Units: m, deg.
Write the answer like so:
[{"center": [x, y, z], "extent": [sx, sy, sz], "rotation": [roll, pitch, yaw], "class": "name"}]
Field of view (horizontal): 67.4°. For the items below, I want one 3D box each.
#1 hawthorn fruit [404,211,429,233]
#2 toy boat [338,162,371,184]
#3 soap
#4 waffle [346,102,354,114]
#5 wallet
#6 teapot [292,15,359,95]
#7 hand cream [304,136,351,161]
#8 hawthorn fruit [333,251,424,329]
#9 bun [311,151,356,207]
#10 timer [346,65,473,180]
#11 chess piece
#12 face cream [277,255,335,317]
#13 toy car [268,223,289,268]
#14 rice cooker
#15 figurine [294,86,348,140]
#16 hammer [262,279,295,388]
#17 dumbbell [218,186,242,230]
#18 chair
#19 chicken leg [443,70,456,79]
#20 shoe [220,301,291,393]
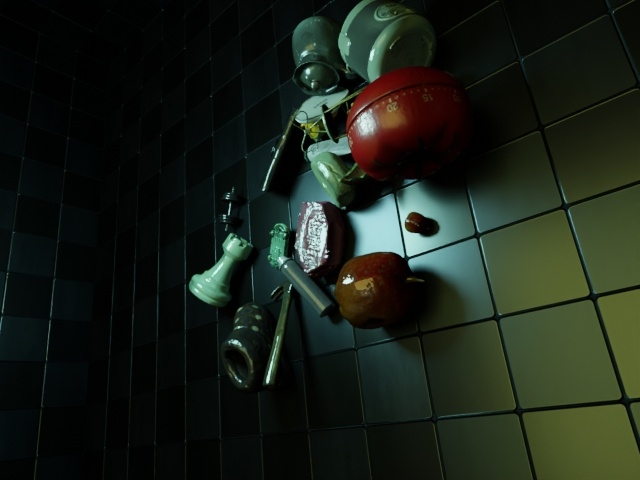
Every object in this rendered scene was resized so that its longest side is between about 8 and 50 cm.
[{"center": [0.309, -0.057, 1.548], "extent": [0.077, 0.077, 0.077], "rotation": [-13, 70, 39], "class": "hawthorn fruit"}, {"center": [0.164, -0.271, 1.666], "extent": [0.109, 0.099, 0.293], "rotation": [21, 61, 41], "class": "toy boat"}, {"center": [0.000, 0.000, 1.786], "extent": [0.182, 0.112, 0.288], "rotation": [-2, 78, 45], "class": "soap"}, {"center": [0.191, -0.481, 1.790], "extent": [0.161, 0.046, 0.191], "rotation": [-42, 56, 22], "class": "waffle"}, {"center": [-0.174, -0.384, 2.031], "extent": [0.197, 0.051, 0.377], "rotation": [-130, 63, -75], "class": "wallet"}, {"center": [0.027, -0.693, 1.893], "extent": [0.223, 0.306, 0.284], "rotation": [131, 149, -60], "class": "teapot"}, {"center": [0.060, -0.353, 1.827], "extent": [0.336, 0.076, 0.121], "rotation": [-4, 45, 49], "class": "hand cream"}, {"center": [0.172, 0.152, 1.504], "extent": [0.262, 0.258, 0.258], "rotation": [-40, 53, 4], "class": "hawthorn fruit"}, {"center": [0.055, -0.231, 1.757], "extent": [0.108, 0.221, 0.221], "rotation": [-32, 53, -4], "class": "bun"}, {"center": [0.266, -0.347, 1.456], "extent": [0.378, 0.378, 0.278], "rotation": [-27, 68, 34], "class": "timer"}, {"center": [-0.419, 0.122, 2.089], "extent": [0.195, 0.195, 0.298], "rotation": [35, 94, 42], "class": "chess piece"}, {"center": [-0.061, 0.161, 1.773], "extent": [0.283, 0.073, 0.073], "rotation": [46, 110, 24], "class": "face cream"}, {"center": [-0.161, 0.023, 1.957], "extent": [0.094, 0.058, 0.185], "rotation": [13, 99, 43], "class": "toy car"}, {"center": [0.231, -0.679, 1.660], "extent": [0.288, 0.289, 0.277], "rotation": [-51, 49, 19], "class": "rice cooker"}, {"center": [0.021, -0.495, 1.930], "extent": [0.250, 0.141, 0.166], "rotation": [-32, 42, -11], "class": "figurine"}, {"center": [-0.145, 0.328, 1.760], "extent": [0.169, 0.044, 0.439], "rotation": [-23, 41, 33], "class": "hammer"}, {"center": [-0.415, -0.145, 2.205], "extent": [0.099, 0.099, 0.208], "rotation": [1, 80, 42], "class": "dumbbell"}, {"center": [0.040, -0.421, 1.723], "extent": [0.326, 0.170, 0.159], "rotation": [-17, 108, 20], "class": "chair"}, {"center": [0.352, -0.476, 1.607], "extent": [0.228, 0.103, 0.088], "rotation": [-35, 73, 35], "class": "chicken leg"}, {"center": [-0.276, 0.400, 1.829], "extent": [0.171, 0.237, 0.383], "rotation": [-42, 55, 22], "class": "shoe"}]
